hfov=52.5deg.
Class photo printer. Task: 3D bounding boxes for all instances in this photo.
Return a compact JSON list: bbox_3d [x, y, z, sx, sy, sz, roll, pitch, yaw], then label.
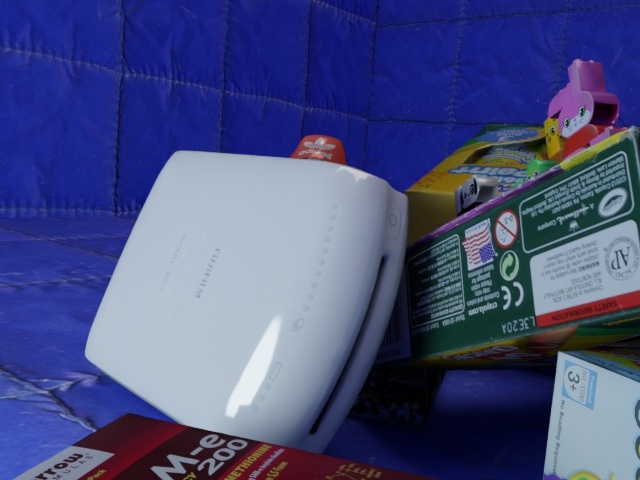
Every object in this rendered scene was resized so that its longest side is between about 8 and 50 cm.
[{"bbox_3d":[-0.070,0.046,0.583,0.308,0.255,0.107,13,-13,47],"label":"photo printer"}]

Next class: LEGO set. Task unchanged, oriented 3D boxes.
[{"bbox_3d":[0.184,-0.067,0.503,0.087,0.093,0.227,2,-16,-13],"label":"LEGO set"}]

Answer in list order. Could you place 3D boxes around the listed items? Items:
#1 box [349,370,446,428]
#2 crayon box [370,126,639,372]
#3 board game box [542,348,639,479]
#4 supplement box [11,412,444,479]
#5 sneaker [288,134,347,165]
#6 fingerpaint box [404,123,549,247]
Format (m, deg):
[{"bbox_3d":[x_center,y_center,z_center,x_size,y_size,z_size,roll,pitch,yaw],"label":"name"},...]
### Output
[{"bbox_3d":[0.057,0.139,0.739,0.159,0.044,0.233,7,7,16],"label":"box"},{"bbox_3d":[0.242,0.043,0.528,0.314,0.105,0.363,4,-17,-20],"label":"crayon box"},{"bbox_3d":[0.290,0.148,0.390,0.276,0.144,0.142,3,6,-22],"label":"board game box"},{"bbox_3d":[-0.036,0.163,0.336,0.240,0.073,0.130,6,7,17],"label":"supplement box"},{"bbox_3d":[0.000,0.000,0.855,0.131,0.148,0.350,12,-29,4],"label":"sneaker"},{"bbox_3d":[0.392,-0.041,0.898,0.445,0.163,0.371,8,27,30],"label":"fingerpaint box"}]
